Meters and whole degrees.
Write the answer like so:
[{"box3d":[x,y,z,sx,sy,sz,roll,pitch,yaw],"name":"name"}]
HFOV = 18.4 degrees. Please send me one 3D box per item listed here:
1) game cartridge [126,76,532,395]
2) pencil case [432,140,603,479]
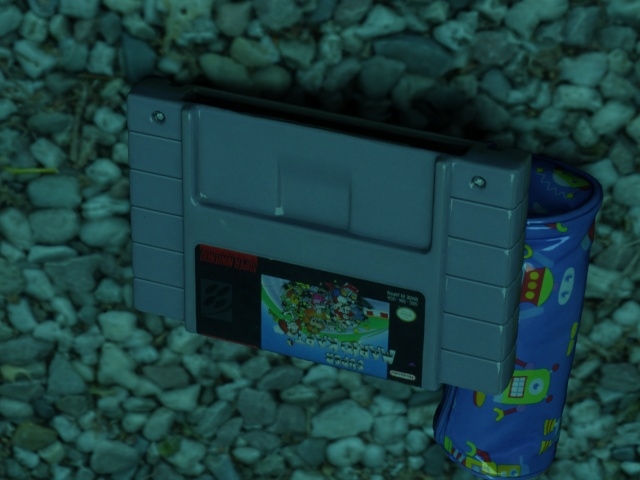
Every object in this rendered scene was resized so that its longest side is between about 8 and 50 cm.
[{"box3d":[0.000,0.000,1.700,0.355,0.068,0.230,12,117,19],"name":"game cartridge"},{"box3d":[0.168,0.069,1.763,0.133,0.119,0.306,-7,123,-18],"name":"pencil case"}]
